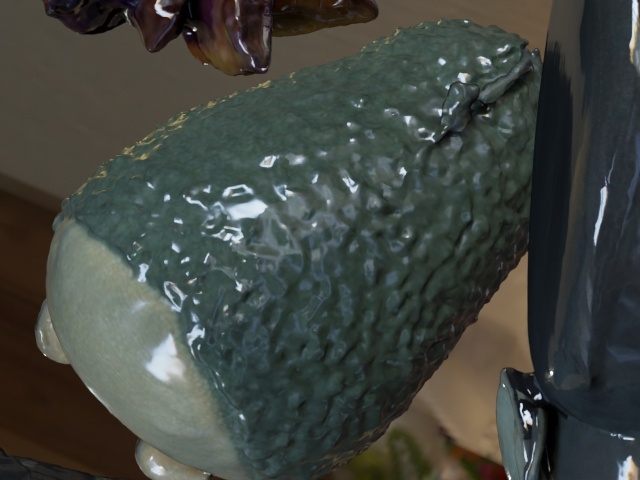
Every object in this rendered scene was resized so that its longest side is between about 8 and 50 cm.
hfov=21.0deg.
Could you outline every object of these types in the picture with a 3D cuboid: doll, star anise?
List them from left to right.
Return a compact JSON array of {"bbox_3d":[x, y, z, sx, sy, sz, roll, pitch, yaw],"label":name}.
[{"bbox_3d":[-0.057,-0.113,0.670,0.057,0.168,0.168,-63,-8,33],"label":"star anise"},{"bbox_3d":[0.000,0.000,1.080,0.349,0.247,0.247,-39,-22,-18],"label":"doll"}]

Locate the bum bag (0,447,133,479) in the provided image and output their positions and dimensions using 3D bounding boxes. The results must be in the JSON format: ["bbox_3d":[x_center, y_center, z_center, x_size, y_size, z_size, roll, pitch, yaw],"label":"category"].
[{"bbox_3d":[-0.176,0.119,0.673,0.144,0.340,0.095,-93,26,-58],"label":"bum bag"}]

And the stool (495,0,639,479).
[{"bbox_3d":[0.129,-0.005,0.513,0.153,0.139,0.228,-82,-3,-53],"label":"stool"}]
